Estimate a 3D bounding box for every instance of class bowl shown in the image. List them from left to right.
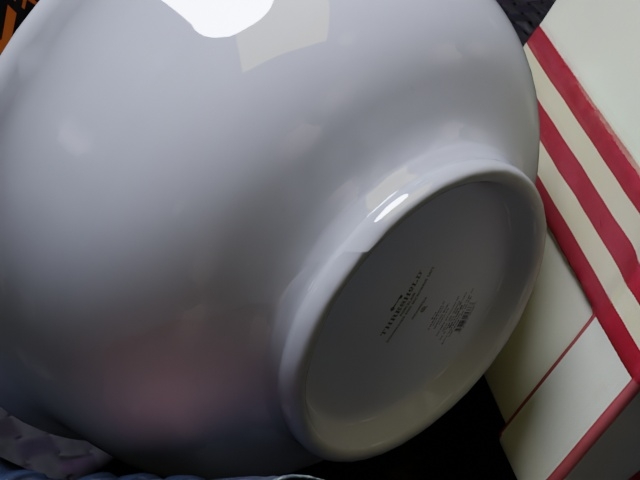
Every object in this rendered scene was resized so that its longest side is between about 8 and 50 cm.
[{"bbox_3d":[0.000,0.000,0.573,0.298,0.297,0.134,-19,44,-37],"label":"bowl"}]

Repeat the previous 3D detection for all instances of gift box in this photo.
[{"bbox_3d":[0.218,0.029,0.671,0.255,0.276,0.258,14,31,-24],"label":"gift box"}]

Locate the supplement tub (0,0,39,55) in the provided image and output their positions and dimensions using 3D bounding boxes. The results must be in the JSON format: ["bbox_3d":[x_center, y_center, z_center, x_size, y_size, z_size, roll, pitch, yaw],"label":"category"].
[{"bbox_3d":[-0.079,-0.130,0.708,0.194,0.316,0.193,9,36,-7],"label":"supplement tub"}]

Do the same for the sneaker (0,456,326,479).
[{"bbox_3d":[-0.076,0.129,0.510,0.350,0.148,0.131,23,37,12],"label":"sneaker"}]
